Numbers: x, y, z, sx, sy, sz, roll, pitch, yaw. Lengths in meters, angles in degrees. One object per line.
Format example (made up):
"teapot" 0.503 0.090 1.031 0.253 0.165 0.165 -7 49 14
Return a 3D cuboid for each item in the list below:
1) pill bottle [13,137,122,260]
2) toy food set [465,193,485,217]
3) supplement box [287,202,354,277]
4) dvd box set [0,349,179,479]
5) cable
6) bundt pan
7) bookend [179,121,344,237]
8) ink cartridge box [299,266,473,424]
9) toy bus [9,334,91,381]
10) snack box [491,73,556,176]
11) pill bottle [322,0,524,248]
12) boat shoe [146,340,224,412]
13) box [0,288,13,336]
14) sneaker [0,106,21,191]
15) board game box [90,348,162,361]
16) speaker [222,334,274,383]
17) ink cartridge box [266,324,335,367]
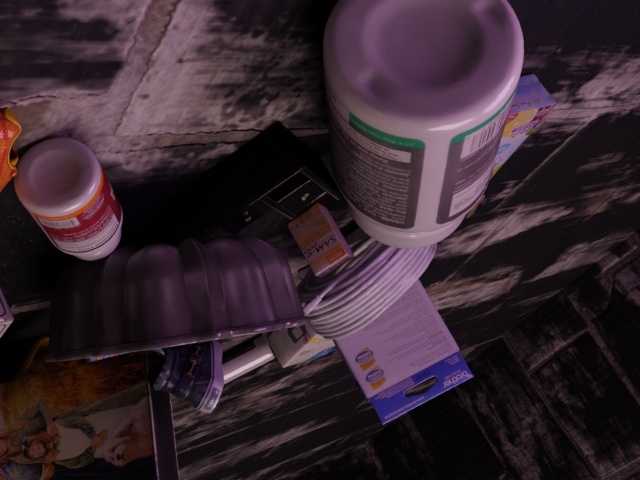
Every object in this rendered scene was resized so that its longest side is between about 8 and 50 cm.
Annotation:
"pill bottle" -0.258 -0.036 0.898 0.086 0.086 0.152 -26 160 -11
"toy food set" 0.216 -0.032 1.627 0.192 0.039 0.132 -32 167 -10
"supplement box" 0.000 0.000 1.309 0.062 0.098 0.036 -35 159 13
"dvd box set" -0.382 0.331 1.104 0.420 0.308 0.062 -14 161 15
"cable" 0.073 0.049 1.379 0.257 0.089 0.257 -33 -168 18
"bundt pan" -0.182 0.068 1.072 0.330 0.124 0.331 -8 177 0
"bookend" -0.072 -0.060 1.112 0.157 0.072 0.156 -33 160 10
"ink cartridge box" 0.112 0.150 1.504 0.185 0.311 0.065 -26 158 -8
"toy bus" -0.419 0.228 1.271 0.202 0.104 0.191 -3 131 14
"snack box" 0.232 -0.153 1.308 0.174 0.070 0.207 -17 158 -33
"pill bottle" 0.110 -0.132 1.000 0.204 0.204 0.361 -27 159 -8
"boat shoe" -0.174 0.156 1.094 0.065 0.083 0.183 -62 -165 4
"box" -0.497 0.141 0.986 0.169 0.087 0.290 -5 149 -48
"sneaker" -0.320 -0.055 0.809 0.067 0.064 0.175 -25 164 -43
"board game box" -0.269 0.130 1.323 0.210 0.047 0.160 -16 156 -34
"speaker" -0.163 0.245 1.721 0.136 0.055 0.055 -26 159 -11
"ink cartridge box" 0.010 0.157 1.717 0.134 0.078 0.231 -9 151 -45
